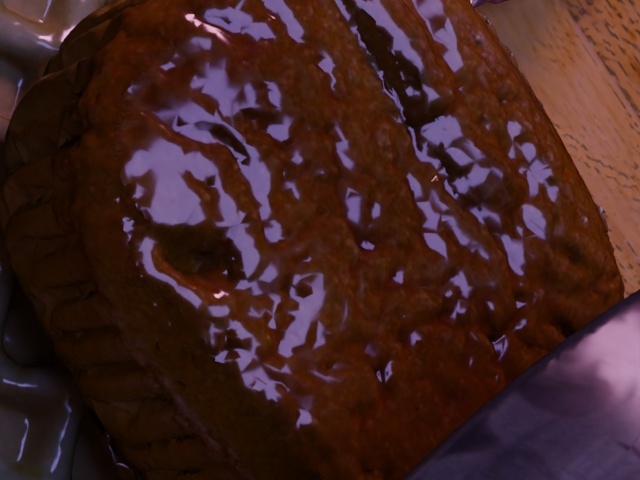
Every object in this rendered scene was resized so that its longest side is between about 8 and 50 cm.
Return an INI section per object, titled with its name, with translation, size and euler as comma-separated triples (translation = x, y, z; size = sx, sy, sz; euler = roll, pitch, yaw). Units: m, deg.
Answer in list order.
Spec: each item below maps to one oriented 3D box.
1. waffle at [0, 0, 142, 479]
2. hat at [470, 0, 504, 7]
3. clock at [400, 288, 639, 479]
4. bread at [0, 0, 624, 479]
[waffle]
translation = -0.072, 0.007, 0.735
size = 0.309, 0.056, 0.291
euler = -34, 103, -36
[hat]
translation = 0.108, -0.259, 0.878
size = 0.286, 0.107, 0.236
euler = -29, 110, -31
[clock]
translation = 0.080, 0.166, 0.652
size = 0.386, 0.386, 0.076
euler = -28, 59, -36
[bread]
translation = 0.000, 0.000, 0.670
size = 0.227, 0.142, 0.253
euler = -36, 107, -29
